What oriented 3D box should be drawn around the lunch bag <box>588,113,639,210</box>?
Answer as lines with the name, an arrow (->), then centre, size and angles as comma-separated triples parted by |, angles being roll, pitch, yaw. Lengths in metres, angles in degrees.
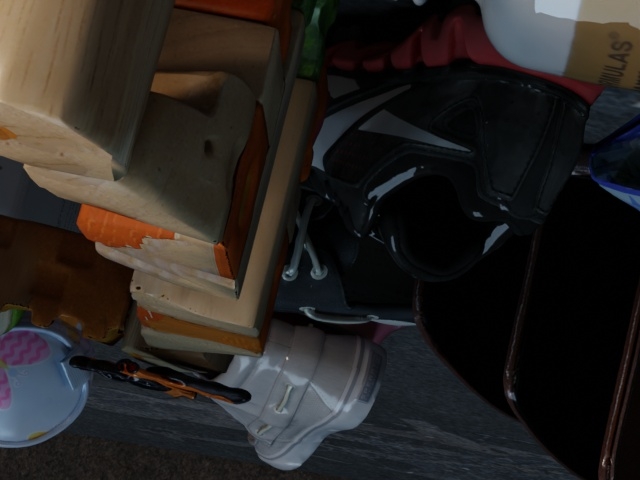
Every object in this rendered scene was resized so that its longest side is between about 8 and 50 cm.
lunch bag -> 0.230, -0.030, 0.854 | 0.151, 0.096, 0.129 | -10, 155, 36

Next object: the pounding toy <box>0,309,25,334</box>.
pounding toy -> -0.274, -0.041, 1.238 | 0.237, 0.110, 0.183 | 24, 144, 33

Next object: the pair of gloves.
pair of gloves -> -0.079, 0.068, 0.833 | 0.074, 0.010, 0.083 | 21, 168, -36

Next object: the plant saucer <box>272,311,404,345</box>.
plant saucer -> -0.071, 0.024, 1.360 | 0.332, 0.084, 0.332 | 13, 166, 3

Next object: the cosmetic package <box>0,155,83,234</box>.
cosmetic package -> -0.206, -0.065, 1.000 | 0.151, 0.151, 0.183 | 10, 166, 10

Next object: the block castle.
block castle -> -0.148, -0.105, 0.674 | 0.303, 0.212, 0.453 | 13, 167, 4

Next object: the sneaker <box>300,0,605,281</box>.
sneaker -> 0.037, -0.044, 0.897 | 0.098, 0.135, 0.276 | 20, 166, -32

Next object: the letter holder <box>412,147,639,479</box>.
letter holder -> 0.177, 0.089, 1.116 | 0.152, 0.214, 0.302 | 6, 164, 26

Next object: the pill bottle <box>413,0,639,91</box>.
pill bottle -> 0.115, -0.114, 0.561 | 0.229, 0.131, 0.131 | 12, 166, 6

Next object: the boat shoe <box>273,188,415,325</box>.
boat shoe -> 0.000, 0.000, 1.148 | 0.302, 0.114, 0.091 | 4, 172, -37

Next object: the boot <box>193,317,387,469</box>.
boot -> -0.044, 0.112, 1.356 | 0.123, 0.095, 0.258 | 22, 156, -10

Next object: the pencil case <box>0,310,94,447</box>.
pencil case -> -0.260, 0.061, 1.390 | 0.124, 0.113, 0.273 | -5, -155, -13
